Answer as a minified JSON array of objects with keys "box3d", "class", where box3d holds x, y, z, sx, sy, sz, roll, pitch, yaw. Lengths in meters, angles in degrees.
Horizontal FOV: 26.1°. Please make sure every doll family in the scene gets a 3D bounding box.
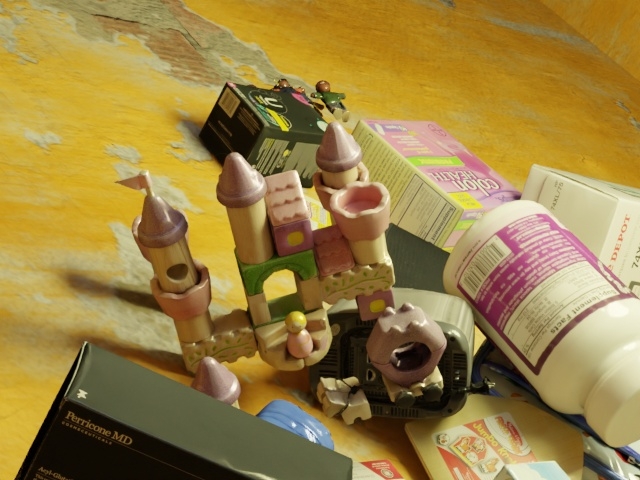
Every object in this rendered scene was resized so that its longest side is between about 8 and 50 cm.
[{"box3d":[-0.047,-0.229,2.298,0.193,0.076,0.111,7,38,-36],"class":"doll family"}]

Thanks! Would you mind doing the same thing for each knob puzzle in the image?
[{"box3d":[0.217,0.260,1.604,0.213,0.030,0.213,4,48,-4],"class":"knob puzzle"}]

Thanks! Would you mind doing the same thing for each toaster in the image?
[{"box3d":[0.099,0.129,1.647,0.227,0.129,0.146,3,17,11],"class":"toaster"}]

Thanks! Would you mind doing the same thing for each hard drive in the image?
[{"box3d":[0.138,0.065,1.954,0.172,0.054,0.254,27,24,-6],"class":"hard drive"}]

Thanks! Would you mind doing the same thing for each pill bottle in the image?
[{"box3d":[0.298,0.101,1.672,0.169,0.169,0.301,3,37,-45],"class":"pill bottle"}]

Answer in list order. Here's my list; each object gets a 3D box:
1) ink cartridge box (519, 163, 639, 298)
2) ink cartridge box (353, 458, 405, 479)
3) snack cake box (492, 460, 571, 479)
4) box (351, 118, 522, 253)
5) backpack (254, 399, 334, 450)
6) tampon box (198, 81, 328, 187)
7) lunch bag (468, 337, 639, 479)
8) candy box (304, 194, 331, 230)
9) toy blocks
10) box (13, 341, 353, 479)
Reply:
[{"box3d":[0.454,0.017,2.167,0.270,0.198,0.197,9,13,-38],"class":"ink cartridge box"},{"box3d":[0.066,0.295,1.432,0.099,0.056,0.135,3,35,-46],"class":"ink cartridge box"},{"box3d":[0.247,0.366,1.378,0.089,0.152,0.264,6,33,-41],"class":"snack cake box"},{"box3d":[0.177,-0.079,2.200,0.243,0.117,0.214,44,28,28],"class":"box"},{"box3d":[-0.045,0.228,1.362,0.098,0.120,0.101,33,24,4],"class":"backpack"},{"box3d":[-0.076,-0.158,2.090,0.161,0.101,0.120,3,36,-45],"class":"tampon box"},{"box3d":[0.317,0.239,1.754,0.303,0.115,0.243,32,27,8],"class":"lunch bag"},{"box3d":[0.000,0.000,1.962,0.105,0.027,0.206,23,25,-9],"class":"candy box"},{"box3d":[-0.049,0.013,1.482,0.289,0.260,0.309,-15,39,-6],"class":"toy blocks"},{"box3d":[-0.127,0.230,1.191,0.261,0.184,0.103,26,25,-11],"class":"box"}]
